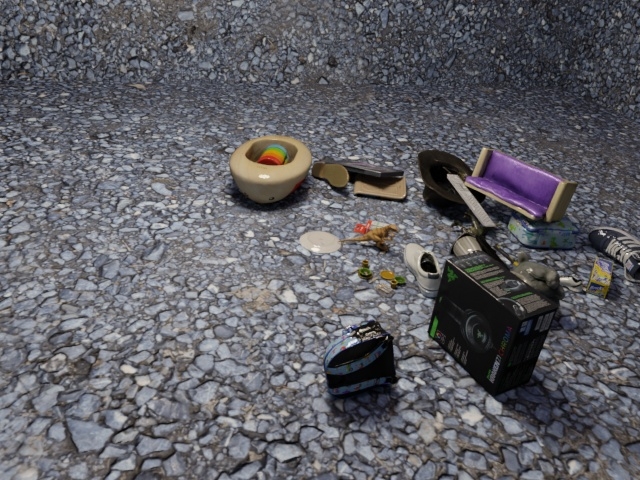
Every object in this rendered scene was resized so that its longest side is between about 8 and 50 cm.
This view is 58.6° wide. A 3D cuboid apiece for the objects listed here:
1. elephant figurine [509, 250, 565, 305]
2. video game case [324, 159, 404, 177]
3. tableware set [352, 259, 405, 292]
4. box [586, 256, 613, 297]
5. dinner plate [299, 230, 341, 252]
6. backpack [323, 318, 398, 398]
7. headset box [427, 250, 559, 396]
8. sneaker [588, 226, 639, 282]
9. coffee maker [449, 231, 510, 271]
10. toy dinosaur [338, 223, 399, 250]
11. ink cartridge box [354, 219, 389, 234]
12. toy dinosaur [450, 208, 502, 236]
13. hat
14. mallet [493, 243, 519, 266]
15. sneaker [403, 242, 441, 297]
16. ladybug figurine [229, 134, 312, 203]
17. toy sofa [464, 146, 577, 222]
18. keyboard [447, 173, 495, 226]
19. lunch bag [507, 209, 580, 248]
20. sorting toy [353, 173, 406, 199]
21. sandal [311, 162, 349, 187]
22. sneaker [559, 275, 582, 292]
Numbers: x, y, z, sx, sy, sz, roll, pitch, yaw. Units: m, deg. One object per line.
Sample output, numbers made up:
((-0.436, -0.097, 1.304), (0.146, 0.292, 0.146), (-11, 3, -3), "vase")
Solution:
((0.561, 0.160, 1.631), (0.239, 0.170, 0.186), (-20, 16, -19), "elephant figurine")
((0.181, -0.300, 2.363), (0.274, 0.026, 0.196), (16, 16, 34), "video game case")
((0.183, 0.105, 1.769), (0.154, 0.024, 0.104), (30, 38, 35), "tableware set")
((0.912, 0.118, 1.859), (0.059, 0.054, 0.169), (20, 33, 21), "box")
((0.000, 0.000, 1.917), (0.141, 0.017, 0.141), (5, 32, -3), "dinner plate")
((0.081, 0.282, 1.337), (0.173, 0.158, 0.117), (-18, 29, -17), "backpack")
((0.416, 0.196, 1.442), (0.131, 0.247, 0.283), (-11, 35, -28), "headset box")
((1.039, 0.048, 1.958), (0.153, 0.099, 0.282), (-21, 43, -41), "sneaker")
((0.520, 0.067, 1.804), (0.171, 0.120, 0.178), (1, 32, -13), "coffee maker")
((0.177, -0.013, 1.906), (0.211, 0.112, 0.064), (-20, 42, 30), "toy dinosaur")
((0.181, -0.045, 2.012), (0.115, 0.029, 0.063), (14, 32, 11), "ink cartridge box")
((0.549, -0.048, 2.062), (0.118, 0.064, 0.268), (42, 41, 24), "toy dinosaur")
((0.477, -0.213, 2.227), (0.331, 0.134, 0.332), (20, 43, -20), "hat")
((0.630, 0.079, 1.848), (0.189, 0.039, 0.062), (41, 43, 24), "mallet")
((0.329, 0.069, 1.789), (0.094, 0.091, 0.258), (0, 31, -11), "sneaker")
((-0.188, -0.275, 2.196), (0.304, 0.162, 0.449), (11, 31, 8), "ladybug figurine")
((0.719, -0.209, 2.078), (0.177, 0.150, 0.362), (-2, 29, -41), "toy sofa")
((0.557, -0.150, 2.109), (0.072, 0.014, 0.256), (-7, 56, -40), "keyboard")
((0.811, -0.047, 2.085), (0.218, 0.090, 0.176), (3, 28, -8), "lunch bag")
((0.241, -0.217, 2.314), (0.208, 0.038, 0.193), (4, 30, 5), "sorting toy")
((0.064, -0.263, 2.310), (0.079, 0.088, 0.240), (16, 6, -41), "sandal")
((0.788, 0.127, 1.831), (0.109, 0.044, 0.040), (20, 35, 24), "sneaker")
